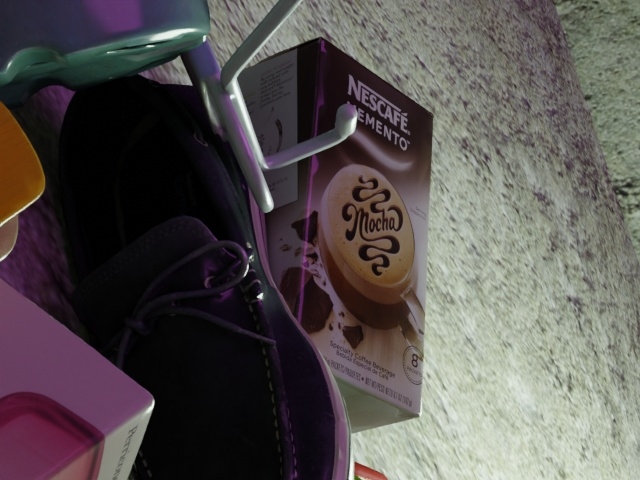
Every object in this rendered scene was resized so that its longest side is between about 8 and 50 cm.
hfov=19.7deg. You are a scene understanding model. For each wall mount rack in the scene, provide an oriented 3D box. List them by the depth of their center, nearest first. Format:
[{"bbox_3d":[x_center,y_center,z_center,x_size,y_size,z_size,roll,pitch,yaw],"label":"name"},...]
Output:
[{"bbox_3d":[-0.063,-0.212,1.398,0.304,0.130,0.350,79,-12,-68],"label":"wall mount rack"}]

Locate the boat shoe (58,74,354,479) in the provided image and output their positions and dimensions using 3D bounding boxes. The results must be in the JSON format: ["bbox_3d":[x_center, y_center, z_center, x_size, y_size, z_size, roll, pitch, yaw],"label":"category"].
[{"bbox_3d":[-0.106,0.065,1.414,0.156,0.187,0.500,35,31,-47],"label":"boat shoe"}]

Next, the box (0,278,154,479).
[{"bbox_3d":[-0.217,0.145,0.960,0.127,0.148,0.232,35,37,16],"label":"box"}]

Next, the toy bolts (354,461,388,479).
[{"bbox_3d":[-0.028,0.248,1.518,0.218,0.158,0.228,27,-1,43],"label":"toy bolts"}]

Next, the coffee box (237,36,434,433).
[{"bbox_3d":[0.000,0.000,1.589,0.168,0.119,0.297,29,55,-42],"label":"coffee box"}]

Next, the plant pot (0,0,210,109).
[{"bbox_3d":[-0.239,-0.267,1.286,0.341,0.341,0.334,-20,94,-68],"label":"plant pot"}]

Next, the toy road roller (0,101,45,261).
[{"bbox_3d":[-0.327,-0.035,0.974,0.240,0.202,0.329,59,24,-4],"label":"toy road roller"}]
